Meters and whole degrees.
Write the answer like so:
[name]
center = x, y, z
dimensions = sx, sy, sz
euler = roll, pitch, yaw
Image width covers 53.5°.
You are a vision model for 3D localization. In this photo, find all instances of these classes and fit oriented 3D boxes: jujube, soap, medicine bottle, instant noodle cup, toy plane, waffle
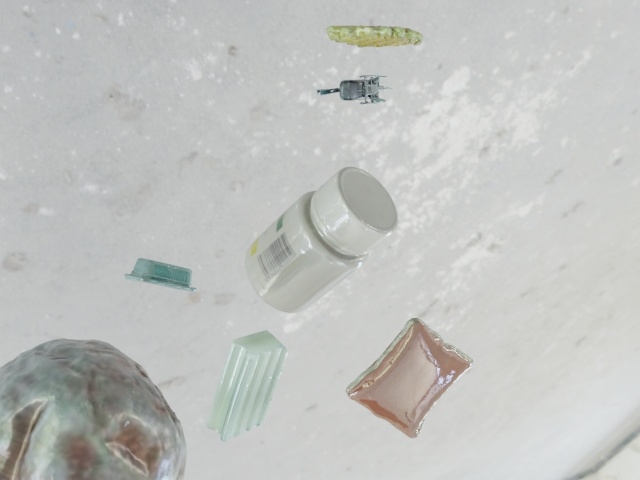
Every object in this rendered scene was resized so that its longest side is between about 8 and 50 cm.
[jujube]
center = -0.262, 0.228, 0.692
dimensions = 0.215, 0.308, 0.247
euler = -5, 100, -29
[soap]
center = -0.141, 0.280, 1.235
dimensions = 0.119, 0.066, 0.198
euler = -9, 123, -54
[medicine bottle]
center = 0.000, 0.000, 1.436
dimensions = 0.208, 0.208, 0.339
euler = 8, 143, -42
[instant noodle cup]
center = -0.449, 0.097, 1.807
dimensions = 0.179, 0.157, 0.070
euler = 17, 82, -33
[toy plane]
center = 0.094, -0.331, 1.395
dimensions = 0.235, 0.096, 0.060
euler = -20, 111, -50
[waffle]
center = 0.107, -0.400, 1.239
dimensions = 0.169, 0.183, 0.036
euler = -26, 121, -65

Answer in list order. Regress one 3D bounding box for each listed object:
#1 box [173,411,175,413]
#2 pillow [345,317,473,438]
[box]
center = -0.374, 0.463, 1.231
dimensions = 0.153, 0.188, 0.253
euler = 5, 102, -2
[pillow]
center = 0.154, 0.232, 1.085
dimensions = 0.171, 0.075, 0.179
euler = 38, 94, -25
